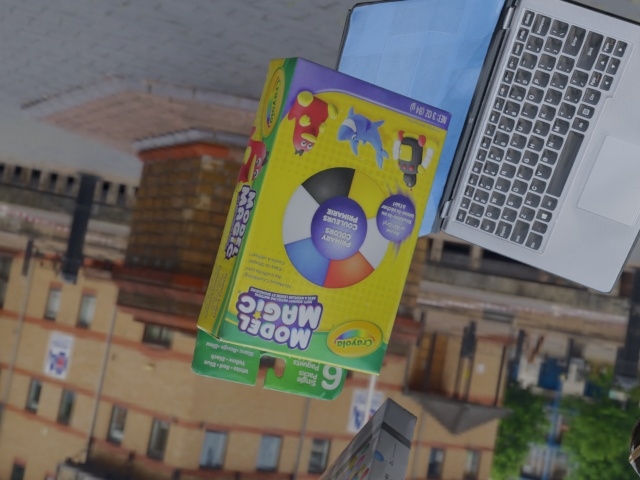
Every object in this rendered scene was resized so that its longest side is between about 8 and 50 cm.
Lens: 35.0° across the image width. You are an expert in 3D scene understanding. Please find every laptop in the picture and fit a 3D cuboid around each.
[{"bbox_3d":[0.222,-0.093,1.266,0.408,0.382,0.236,21,-143,10],"label":"laptop"}]

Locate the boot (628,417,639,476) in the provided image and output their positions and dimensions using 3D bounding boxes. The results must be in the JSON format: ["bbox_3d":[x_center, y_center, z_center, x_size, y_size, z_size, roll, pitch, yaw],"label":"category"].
[{"bbox_3d":[0.200,0.012,0.465,0.077,0.198,0.137,42,-167,-50],"label":"boot"}]

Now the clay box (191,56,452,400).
[{"bbox_3d":[0.000,0.000,0.698,0.127,0.222,0.053,15,179,-27],"label":"clay box"}]

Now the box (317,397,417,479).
[{"bbox_3d":[0.021,0.238,0.879,0.038,0.145,0.186,35,-157,-4],"label":"box"}]
